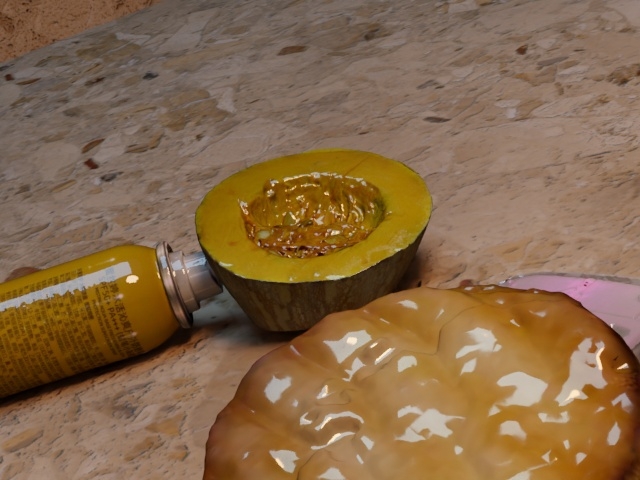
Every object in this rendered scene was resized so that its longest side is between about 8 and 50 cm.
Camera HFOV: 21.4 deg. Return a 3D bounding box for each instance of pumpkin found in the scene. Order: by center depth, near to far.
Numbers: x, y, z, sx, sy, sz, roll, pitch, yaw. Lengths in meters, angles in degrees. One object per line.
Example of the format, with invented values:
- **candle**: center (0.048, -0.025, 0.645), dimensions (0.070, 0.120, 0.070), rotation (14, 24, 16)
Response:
- **pumpkin**: center (-0.003, 0.012, 1.546), dimensions (0.217, 0.110, 0.217), rotation (-3, 28, 2)

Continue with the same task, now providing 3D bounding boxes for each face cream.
- **face cream**: center (-0.259, 0.081, 1.570), dimensions (0.348, 0.105, 0.105), rotation (-18, 20, 3)

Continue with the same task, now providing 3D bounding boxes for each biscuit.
- **biscuit**: center (0.072, 0.147, 1.068), dimensions (0.296, 0.102, 0.296), rotation (-13, 38, 10)

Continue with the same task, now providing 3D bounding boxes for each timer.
- **timer**: center (0.160, 0.090, 1.240), dimensions (0.208, 0.069, 0.190), rotation (5, 33, 45)
